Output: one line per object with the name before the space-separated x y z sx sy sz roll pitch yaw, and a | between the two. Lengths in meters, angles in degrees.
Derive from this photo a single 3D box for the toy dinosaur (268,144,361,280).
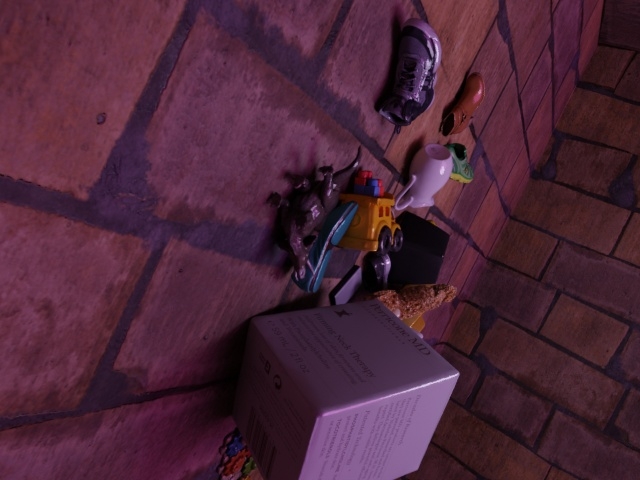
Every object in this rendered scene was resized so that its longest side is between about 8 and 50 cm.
toy dinosaur | -0.019 -0.079 1.020 0.313 0.121 0.160 -62 165 -10

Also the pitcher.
pitcher | 0.312 -0.187 1.463 0.178 0.125 0.207 -24 147 -29

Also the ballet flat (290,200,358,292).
ballet flat | 0.000 0.000 1.116 0.247 0.087 0.083 -63 166 -5

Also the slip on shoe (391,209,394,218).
slip on shoe | 0.206 -0.050 1.475 0.041 0.052 0.135 -92 174 -52

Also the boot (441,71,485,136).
boot | 0.462 -0.436 1.534 0.152 0.073 0.197 -31 136 -39

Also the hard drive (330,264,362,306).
hard drive | 0.080 0.150 1.453 0.135 0.022 0.094 -46 148 -28

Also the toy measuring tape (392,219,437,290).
toy measuring tape | 0.362 0.048 1.761 0.121 0.121 0.329 -34 150 -43

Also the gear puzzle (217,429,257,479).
gear puzzle | -0.221 0.649 1.359 0.176 0.044 0.338 -26 135 -49

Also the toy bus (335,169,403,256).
toy bus | 0.131 -0.076 1.240 0.220 0.150 0.211 -6 103 -60

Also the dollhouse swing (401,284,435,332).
dollhouse swing | 0.409 0.359 1.827 0.315 0.305 0.346 -43 155 -22

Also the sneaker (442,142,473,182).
sneaker | 0.491 -0.278 1.677 0.296 0.110 0.123 -5 122 -58

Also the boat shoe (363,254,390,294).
boat shoe | 0.177 0.132 1.554 0.076 0.080 0.228 -20 143 -20

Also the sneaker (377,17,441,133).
sneaker | 0.208 -0.374 1.120 0.153 0.101 0.268 -54 154 -21

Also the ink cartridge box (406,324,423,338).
ink cartridge box | 0.168 0.333 1.547 0.308 0.223 0.128 -1 117 -59

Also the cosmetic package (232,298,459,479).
cosmetic package | 0.042 0.379 1.146 0.394 0.329 0.327 -3 119 -34

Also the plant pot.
plant pot | 0.329 0.042 1.576 0.187 0.167 0.188 -55 157 -49

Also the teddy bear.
teddy bear | 0.294 0.211 1.540 0.338 0.245 0.112 3 71 -48
